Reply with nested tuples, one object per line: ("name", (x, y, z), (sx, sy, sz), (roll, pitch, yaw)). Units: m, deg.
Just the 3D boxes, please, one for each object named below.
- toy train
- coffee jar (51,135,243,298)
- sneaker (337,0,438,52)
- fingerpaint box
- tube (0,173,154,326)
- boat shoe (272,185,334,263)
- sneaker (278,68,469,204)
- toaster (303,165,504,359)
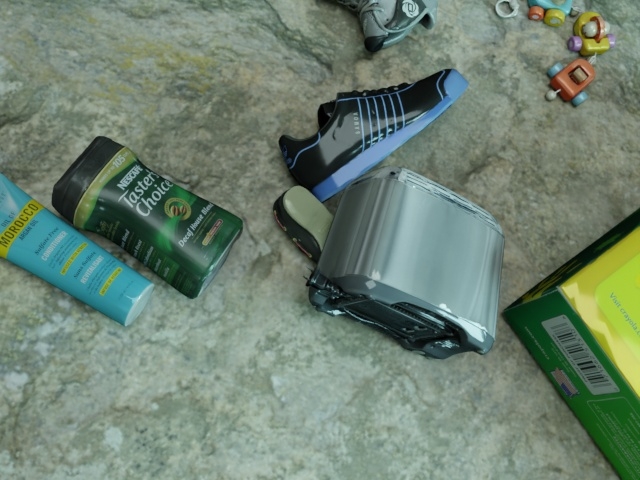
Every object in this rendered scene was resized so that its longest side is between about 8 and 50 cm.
("toy train", (0.298, -0.254, 1.097), (0.125, 0.046, 0.166), (-34, 85, -17))
("coffee jar", (-0.179, -0.026, 0.924), (0.184, 0.079, 0.096), (32, 57, -2))
("sneaker", (0.035, -0.286, 1.035), (0.229, 0.086, 0.132), (3, 78, -11))
("fingerpaint box", (0.486, 0.144, 0.975), (0.371, 0.163, 0.444), (-34, 85, -16))
("tube", (-0.271, 0.013, 0.920), (0.207, 0.052, 0.080), (31, 61, 4))
("boat shoe", (0.001, -0.001, 0.979), (0.133, 0.042, 0.049), (49, 60, -8))
("sneaker", (0.060, -0.140, 1.003), (0.232, 0.081, 0.090), (-38, 93, -16))
("toaster", (0.088, 0.022, 0.930), (0.227, 0.129, 0.146), (25, 67, -23))
